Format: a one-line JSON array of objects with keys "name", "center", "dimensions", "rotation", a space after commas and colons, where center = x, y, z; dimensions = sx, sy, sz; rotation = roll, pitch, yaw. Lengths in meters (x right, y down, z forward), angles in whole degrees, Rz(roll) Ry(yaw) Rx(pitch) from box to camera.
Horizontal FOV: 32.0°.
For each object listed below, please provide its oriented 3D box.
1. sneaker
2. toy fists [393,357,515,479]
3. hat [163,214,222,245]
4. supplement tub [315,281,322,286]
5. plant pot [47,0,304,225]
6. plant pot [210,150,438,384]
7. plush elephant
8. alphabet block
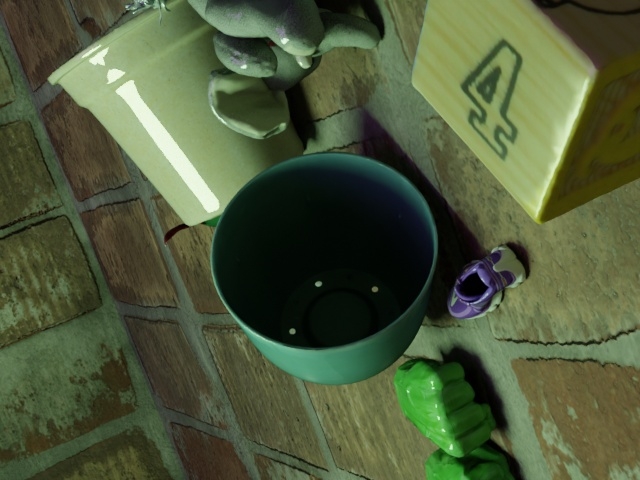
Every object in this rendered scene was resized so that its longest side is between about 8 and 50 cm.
[{"name": "sneaker", "center": [0.189, 0.057, 1.389], "dimensions": [0.068, 0.071, 0.170], "rotation": [60, 157, 15]}, {"name": "toy fists", "center": [0.198, 0.292, 1.569], "dimensions": [0.142, 0.096, 0.279], "rotation": [-152, 41, -71]}, {"name": "hat", "center": [-0.263, -0.061, 2.117], "dimensions": [0.173, 0.184, 0.208], "rotation": [62, 157, 12]}, {"name": "supplement tub", "center": [-0.014, 0.079, 1.856], "dimensions": [0.107, 0.071, 0.071], "rotation": [37, 144, 50]}, {"name": "plant pot", "center": [-0.191, -0.205, 1.712], "dimensions": [0.305, 0.334, 0.334], "rotation": [58, 159, -11]}, {"name": "plant pot", "center": [0.015, 0.064, 1.523], "dimensions": [0.293, 0.293, 0.235], "rotation": [54, 168, 28]}, {"name": "plush elephant", "center": [-0.050, -0.282, 1.399], "dimensions": [0.330, 0.255, 0.271], "rotation": [-6, 64, 34]}, {"name": "alphabet block", "center": [0.218, -0.167, 0.960], "dimensions": [0.197, 0.192, 0.193], "rotation": [52, 155, 29]}]
